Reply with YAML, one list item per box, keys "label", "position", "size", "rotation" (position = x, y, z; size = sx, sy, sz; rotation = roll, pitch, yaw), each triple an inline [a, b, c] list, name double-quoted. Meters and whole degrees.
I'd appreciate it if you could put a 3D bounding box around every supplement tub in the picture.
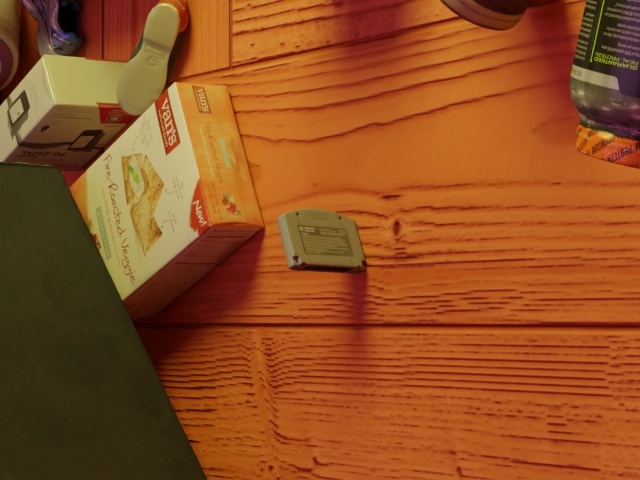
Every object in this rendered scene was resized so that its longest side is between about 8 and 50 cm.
- label: "supplement tub"
  position: [0.231, -0.144, 1.069]
  size: [0.117, 0.117, 0.190]
  rotation: [25, 108, 50]

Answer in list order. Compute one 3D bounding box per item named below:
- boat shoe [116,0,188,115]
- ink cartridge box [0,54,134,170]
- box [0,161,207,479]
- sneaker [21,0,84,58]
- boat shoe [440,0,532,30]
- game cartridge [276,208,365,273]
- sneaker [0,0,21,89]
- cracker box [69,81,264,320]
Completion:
- label: "boat shoe"
  position: [-0.170, -0.190, 1.661]
  size: [0.043, 0.049, 0.137]
  rotation: [-66, 1, -59]
- label: "ink cartridge box"
  position: [-0.277, -0.133, 1.743]
  size: [0.150, 0.109, 0.063]
  rotation: [-38, 62, 45]
- label: "box"
  position: [-0.404, 0.242, 1.578]
  size: [0.471, 0.297, 0.480]
  rotation: [-35, 73, 28]
- label: "sneaker"
  position: [-0.297, -0.265, 1.832]
  size: [0.058, 0.052, 0.135]
  rotation: [-35, 69, 36]
- label: "boat shoe"
  position: [0.114, -0.327, 1.232]
  size: [0.123, 0.123, 0.342]
  rotation: [-35, 55, 46]
- label: "game cartridge"
  position: [0.000, 0.000, 1.394]
  size: [0.017, 0.083, 0.056]
  rotation: [-30, 64, 43]
- label: "sneaker"
  position: [-0.434, -0.215, 1.983]
  size: [0.305, 0.114, 0.152]
  rotation: [-37, 40, 47]
- label: "cracker box"
  position: [-0.159, -0.034, 1.619]
  size: [0.232, 0.067, 0.156]
  rotation: [-37, 61, 45]
